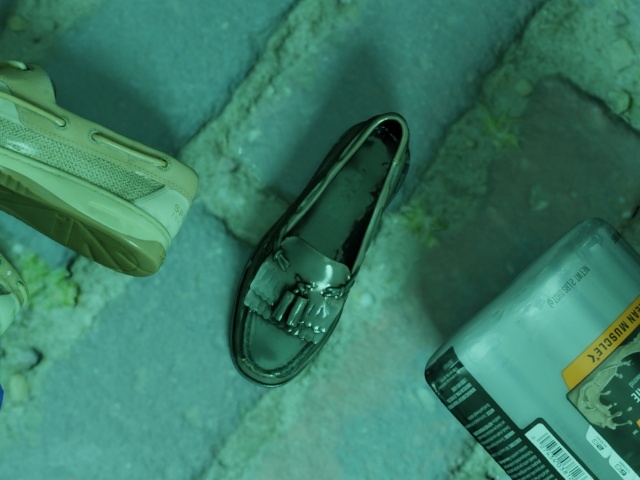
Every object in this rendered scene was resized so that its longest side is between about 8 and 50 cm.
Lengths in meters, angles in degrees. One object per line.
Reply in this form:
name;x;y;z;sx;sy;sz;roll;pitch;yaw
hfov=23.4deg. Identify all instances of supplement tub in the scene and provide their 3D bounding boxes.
supplement tub;0.266;0.164;1.279;0.207;0.207;0.338;-41;85;-16

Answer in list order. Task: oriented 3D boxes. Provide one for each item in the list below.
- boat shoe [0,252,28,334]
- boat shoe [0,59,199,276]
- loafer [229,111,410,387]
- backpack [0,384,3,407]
boat shoe;-0.353;-0.026;1.260;0.285;0.105;0.089;56;43;-22
boat shoe;-0.269;-0.093;1.318;0.341;0.122;0.110;30;68;-11
loafer;0.000;0.000;1.344;0.096;0.084;0.267;28;73;-1
backpack;-0.327;0.139;1.252;0.120;0.101;0.098;12;67;-2
